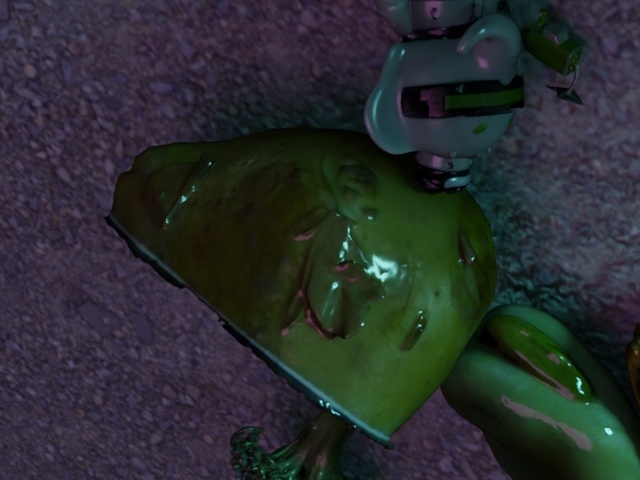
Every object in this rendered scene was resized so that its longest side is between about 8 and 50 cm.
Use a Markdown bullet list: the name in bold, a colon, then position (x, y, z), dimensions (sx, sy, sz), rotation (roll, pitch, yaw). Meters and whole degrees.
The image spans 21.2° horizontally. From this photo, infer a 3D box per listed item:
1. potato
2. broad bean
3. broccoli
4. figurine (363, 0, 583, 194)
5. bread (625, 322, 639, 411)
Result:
- **potato**: position (0.000, 0.000, 1.292), dimensions (0.299, 0.196, 0.246), rotation (35, 176, 37)
- **broad bean**: position (0.187, 0.147, 1.324), dimensions (0.169, 0.100, 0.228), rotation (18, 147, 51)
- **broccoli**: position (0.009, 0.173, 1.476), dimensions (0.122, 0.118, 0.204), rotation (47, 125, 25)
- **figurine**: position (0.090, -0.126, 1.173), dimensions (0.126, 0.147, 0.192), rotation (18, 114, 47)
- **bread**: position (0.334, 0.123, 1.216), dimensions (0.222, 0.096, 0.181), rotation (4, 122, 33)
